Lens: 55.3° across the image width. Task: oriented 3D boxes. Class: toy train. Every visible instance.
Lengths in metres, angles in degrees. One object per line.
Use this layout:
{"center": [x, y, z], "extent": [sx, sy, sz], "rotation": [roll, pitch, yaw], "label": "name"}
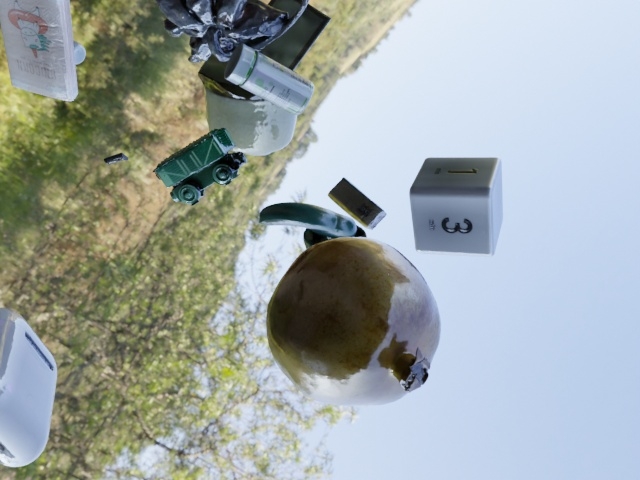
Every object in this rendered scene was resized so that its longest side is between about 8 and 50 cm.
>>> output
{"center": [-0.344, -0.207, 1.758], "extent": [0.270, 0.154, 0.115], "rotation": [-25, -161, 23], "label": "toy train"}

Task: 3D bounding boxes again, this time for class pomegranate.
{"center": [0.064, 0.146, 1.044], "extent": [0.319, 0.319, 0.319], "rotation": [-45, -160, 22], "label": "pomegranate"}

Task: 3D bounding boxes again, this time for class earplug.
{"center": [-0.001, 0.005, 1.568], "extent": [0.258, 0.280, 0.164], "rotation": [-23, -144, -23], "label": "earplug"}

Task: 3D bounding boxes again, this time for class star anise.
{"center": [-0.216, -0.492, 1.324], "extent": [0.359, 0.316, 0.139], "rotation": [-42, -138, 52], "label": "star anise"}

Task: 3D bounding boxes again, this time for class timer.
{"center": [0.343, -0.086, 1.521], "extent": [0.195, 0.192, 0.194], "rotation": [2, -146, 22], "label": "timer"}

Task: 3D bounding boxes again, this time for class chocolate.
{"center": [-0.237, -0.415, 1.966], "extent": [0.314, 0.327, 0.296], "rotation": [-92, -162, -59], "label": "chocolate"}

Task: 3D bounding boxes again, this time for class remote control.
{"center": [-0.652, -0.257, 1.938], "extent": [0.091, 0.034, 0.016], "rotation": [-9, -126, 33], "label": "remote control"}

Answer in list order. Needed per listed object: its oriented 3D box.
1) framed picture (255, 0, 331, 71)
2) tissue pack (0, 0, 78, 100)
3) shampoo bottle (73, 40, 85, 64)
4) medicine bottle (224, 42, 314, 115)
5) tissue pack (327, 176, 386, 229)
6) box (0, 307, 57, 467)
{"center": [-0.104, -0.543, 1.624], "extent": [0.231, 0.173, 0.010], "rotation": [-53, 171, -1], "label": "framed picture"}
{"center": [-0.713, -0.513, 1.540], "extent": [0.325, 0.170, 0.071], "rotation": [109, -6, -46], "label": "tissue pack"}
{"center": [-0.870, -0.649, 2.036], "extent": [0.074, 0.192, 0.074], "rotation": [-47, 153, -33], "label": "shampoo bottle"}
{"center": [-0.111, -0.353, 1.346], "extent": [0.086, 0.184, 0.086], "rotation": [-42, -144, 40], "label": "medicine bottle"}
{"center": [0.114, -0.111, 1.891], "extent": [0.082, 0.169, 0.120], "rotation": [-50, 170, 4], "label": "tissue pack"}
{"center": [-0.759, 0.351, 1.487], "extent": [0.141, 0.288, 0.349], "rotation": [-20, -142, -2], "label": "box"}
